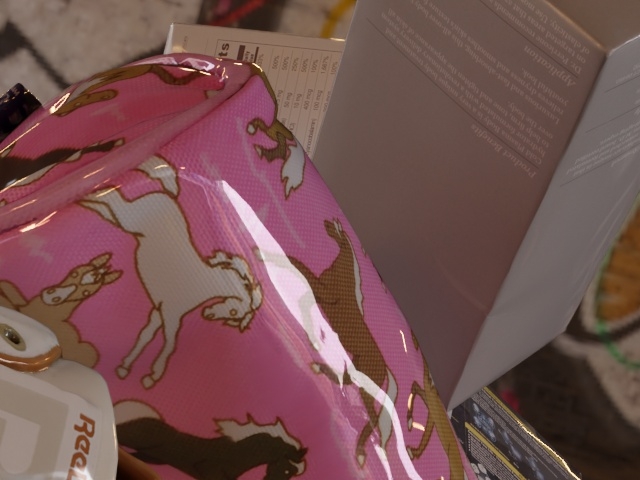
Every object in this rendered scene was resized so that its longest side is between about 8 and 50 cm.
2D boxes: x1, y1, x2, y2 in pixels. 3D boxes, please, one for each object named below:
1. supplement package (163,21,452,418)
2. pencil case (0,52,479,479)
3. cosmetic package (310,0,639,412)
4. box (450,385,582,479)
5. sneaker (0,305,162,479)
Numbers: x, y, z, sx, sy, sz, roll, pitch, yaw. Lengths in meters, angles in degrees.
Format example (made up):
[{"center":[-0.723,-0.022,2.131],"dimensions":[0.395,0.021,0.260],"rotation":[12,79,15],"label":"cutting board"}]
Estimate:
[{"center":[0.000,0.000,0.961],"dimensions":[0.145,0.204,0.262],"rotation":[9,-6,22],"label":"supplement package"},{"center":[-0.026,0.115,0.613],"dimensions":[0.167,0.160,0.386],"rotation":[-4,-58,43],"label":"pencil case"},{"center":[0.076,-0.048,0.671],"dimensions":[0.127,0.107,0.238],"rotation":[46,-35,22],"label":"cosmetic package"},{"center":[0.143,0.265,1.602],"dimensions":[0.097,0.318,0.395],"rotation":[-33,-63,27],"label":"box"},{"center":[-0.120,0.028,0.363],"dimensions":[0.123,0.106,0.290],"rotation":[6,-20,21],"label":"sneaker"}]
